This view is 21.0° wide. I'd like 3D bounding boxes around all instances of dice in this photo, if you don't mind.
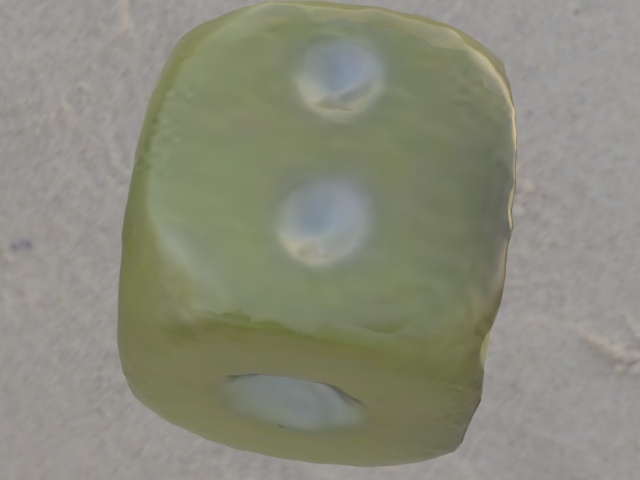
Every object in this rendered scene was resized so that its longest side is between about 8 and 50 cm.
[{"bbox_3d":[0.000,0.000,1.111,0.226,0.238,0.233,8,63,2],"label":"dice"}]
